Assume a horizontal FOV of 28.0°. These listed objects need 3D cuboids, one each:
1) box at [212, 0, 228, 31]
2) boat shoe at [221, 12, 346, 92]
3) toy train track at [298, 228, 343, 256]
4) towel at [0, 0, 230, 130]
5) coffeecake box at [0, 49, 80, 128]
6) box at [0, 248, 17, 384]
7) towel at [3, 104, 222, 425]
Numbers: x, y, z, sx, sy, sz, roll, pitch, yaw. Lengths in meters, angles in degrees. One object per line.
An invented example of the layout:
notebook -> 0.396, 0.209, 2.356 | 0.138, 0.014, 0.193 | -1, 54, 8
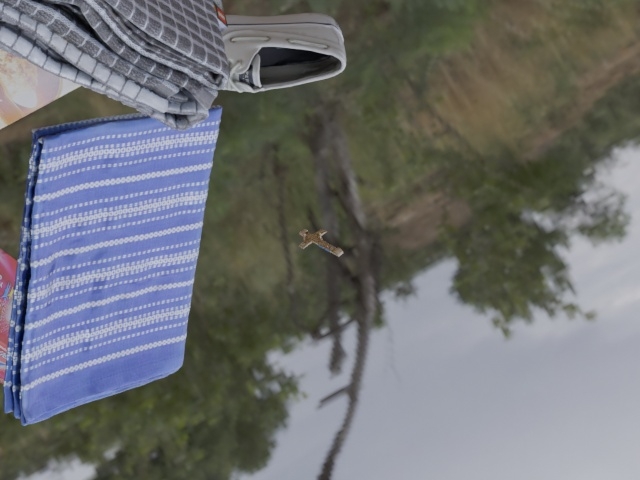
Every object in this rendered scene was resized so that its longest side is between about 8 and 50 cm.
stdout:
box -> -0.171, -0.331, 1.623 | 0.027, 0.094, 0.137 | -27, 144, 20
boat shoe -> -0.097, -0.237, 1.699 | 0.267, 0.088, 0.096 | -5, 135, -11
toy train track -> 0.000, 0.000, 1.835 | 0.048, 0.014, 0.083 | -36, -135, -27
towel -> -0.210, -0.248, 1.171 | 0.283, 0.235, 0.121 | 25, 124, -38
coffeecake box -> -0.365, -0.230, 1.531 | 0.185, 0.142, 0.068 | -23, -149, 27
box -> -0.462, 0.109, 1.832 | 0.128, 0.123, 0.257 | -3, 151, 27
towel -> -0.218, 0.026, 1.373 | 0.243, 0.040, 0.336 | -14, 124, -44
